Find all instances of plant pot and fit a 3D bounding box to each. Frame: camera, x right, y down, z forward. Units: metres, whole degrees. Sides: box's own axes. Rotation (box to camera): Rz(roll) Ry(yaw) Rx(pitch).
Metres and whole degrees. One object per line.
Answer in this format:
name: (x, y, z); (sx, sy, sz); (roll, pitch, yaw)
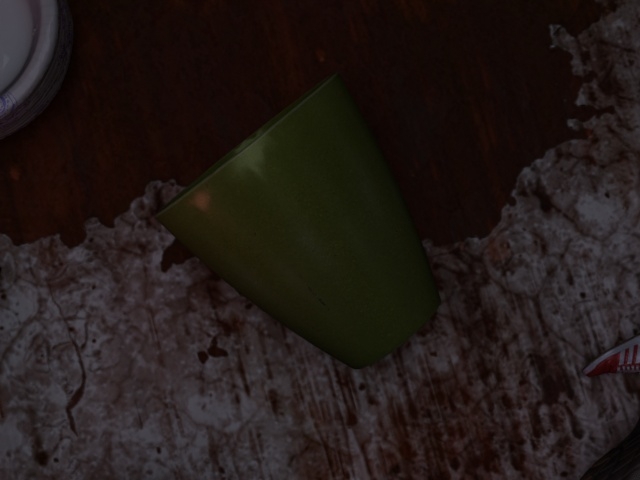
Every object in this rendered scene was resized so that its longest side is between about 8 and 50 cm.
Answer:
plant pot: (0.000, 0.000, 1.642); (0.274, 0.275, 0.293); (-38, 97, -3)

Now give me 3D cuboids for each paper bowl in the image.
paper bowl: (-0.453, -0.256, 1.741); (0.284, 0.148, 0.284); (0, 81, 3)

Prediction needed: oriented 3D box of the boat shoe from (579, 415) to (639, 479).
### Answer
boat shoe: (0.397, 0.266, 1.576); (0.324, 0.123, 0.116); (-37, 91, -36)

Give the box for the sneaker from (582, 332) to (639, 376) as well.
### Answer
sneaker: (0.384, 0.154, 1.688); (0.118, 0.042, 0.067); (-27, 78, -3)
